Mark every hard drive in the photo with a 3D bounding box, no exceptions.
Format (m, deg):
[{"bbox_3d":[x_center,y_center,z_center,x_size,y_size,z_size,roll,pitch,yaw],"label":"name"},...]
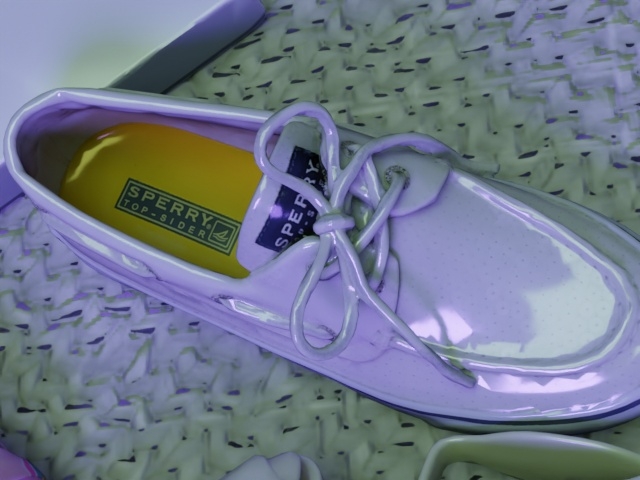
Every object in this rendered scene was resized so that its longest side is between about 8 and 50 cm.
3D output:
[{"bbox_3d":[-0.220,-0.205,0.807,0.233,0.047,0.353,-35,68,2],"label":"hard drive"}]

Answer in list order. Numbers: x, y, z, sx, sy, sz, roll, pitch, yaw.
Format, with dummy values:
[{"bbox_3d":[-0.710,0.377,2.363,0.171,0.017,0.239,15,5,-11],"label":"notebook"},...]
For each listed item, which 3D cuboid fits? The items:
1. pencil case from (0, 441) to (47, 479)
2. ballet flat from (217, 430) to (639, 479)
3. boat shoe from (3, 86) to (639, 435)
[{"bbox_3d":[-0.268,0.094,0.697,0.284,0.124,0.124,37,86,21],"label":"pencil case"},{"bbox_3d":[0.030,0.158,0.602,0.400,0.139,0.139,-5,73,9],"label":"ballet flat"},{"bbox_3d":[0.002,-0.009,0.629,0.367,0.156,0.136,20,80,20],"label":"boat shoe"}]
